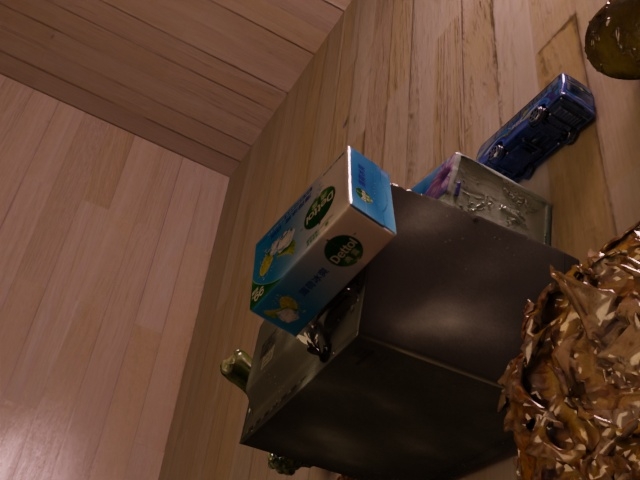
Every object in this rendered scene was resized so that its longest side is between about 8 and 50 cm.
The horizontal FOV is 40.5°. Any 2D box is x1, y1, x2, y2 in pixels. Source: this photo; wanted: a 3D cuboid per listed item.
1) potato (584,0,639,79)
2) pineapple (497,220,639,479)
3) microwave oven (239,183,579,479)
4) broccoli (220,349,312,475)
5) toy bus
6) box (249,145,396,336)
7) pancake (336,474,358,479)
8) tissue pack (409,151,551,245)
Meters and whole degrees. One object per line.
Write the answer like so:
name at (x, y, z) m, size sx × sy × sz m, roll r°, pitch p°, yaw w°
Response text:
potato at (0.461, -0.295, 1.190) m, size 0.149 × 0.113 × 0.251 m, roll -64°, pitch 16°, yaw -6°
pineapple at (0.318, 0.143, 0.678) m, size 0.352 × 0.300 × 0.352 m, roll -34°, pitch 30°, yaw 23°
microwave oven at (0.104, 0.163, 1.233) m, size 0.432 × 0.374 × 0.236 m, roll 130°, pitch 156°, yaw -52°
broccoli at (-0.085, 0.346, 1.675) m, size 0.177 × 0.275 × 0.198 m, roll -28°, pitch 42°, yaw 57°
toy bus at (0.346, -0.178, 1.426) m, size 0.236 × 0.079 × 0.094 m, roll -45°, pitch 26°, yaw 48°
box at (0.000, 0.001, 1.049) m, size 0.194 × 0.073 × 0.139 m, roll -46°, pitch 23°, yaw 27°
pancake at (0.073, 0.413, 1.539) m, size 0.266 × 0.057 × 0.244 m, roll -79°, pitch 13°, yaw -46°
tissue pack at (0.209, 0.005, 1.394) m, size 0.263 × 0.198 × 0.146 m, roll -40°, pitch 29°, yaw 53°
